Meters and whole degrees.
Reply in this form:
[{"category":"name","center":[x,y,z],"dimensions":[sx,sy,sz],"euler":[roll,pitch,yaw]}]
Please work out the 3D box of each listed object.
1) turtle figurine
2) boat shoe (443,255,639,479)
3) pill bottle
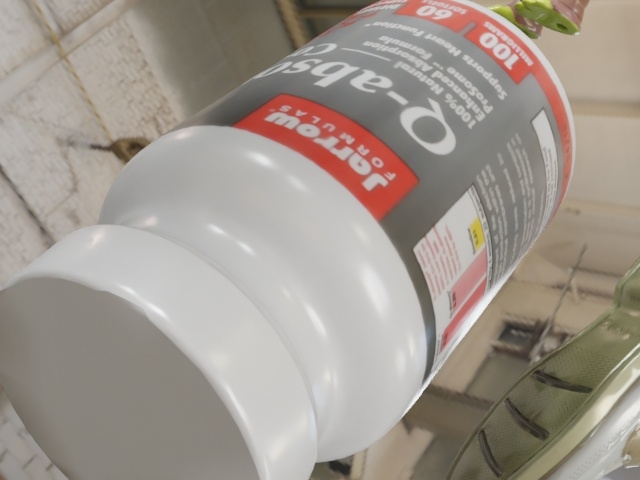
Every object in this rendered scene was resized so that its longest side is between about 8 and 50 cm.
[{"category":"turtle figurine","center":[0.220,-0.287,0.814],"dimensions":[0.087,0.217,0.269],"euler":[22,3,-32]},{"category":"boat shoe","center":[0.214,0.110,0.639],"dimensions":[0.103,0.302,0.113],"euler":[45,2,-12]},{"category":"pill bottle","center":[0.000,0.000,0.566],"dimensions":[0.210,0.363,0.210],"euler":[19,-51,25]}]
